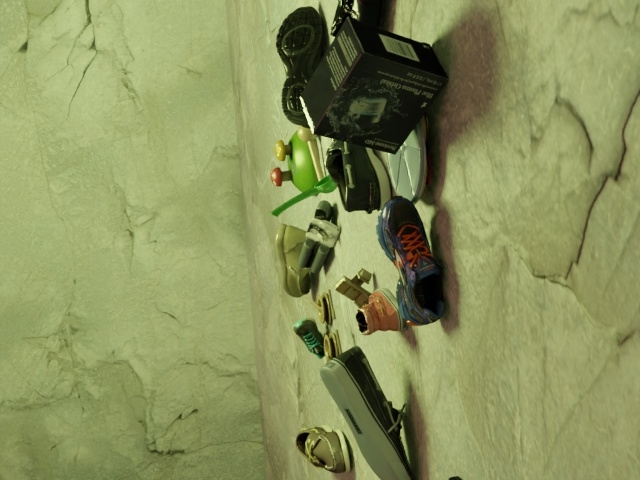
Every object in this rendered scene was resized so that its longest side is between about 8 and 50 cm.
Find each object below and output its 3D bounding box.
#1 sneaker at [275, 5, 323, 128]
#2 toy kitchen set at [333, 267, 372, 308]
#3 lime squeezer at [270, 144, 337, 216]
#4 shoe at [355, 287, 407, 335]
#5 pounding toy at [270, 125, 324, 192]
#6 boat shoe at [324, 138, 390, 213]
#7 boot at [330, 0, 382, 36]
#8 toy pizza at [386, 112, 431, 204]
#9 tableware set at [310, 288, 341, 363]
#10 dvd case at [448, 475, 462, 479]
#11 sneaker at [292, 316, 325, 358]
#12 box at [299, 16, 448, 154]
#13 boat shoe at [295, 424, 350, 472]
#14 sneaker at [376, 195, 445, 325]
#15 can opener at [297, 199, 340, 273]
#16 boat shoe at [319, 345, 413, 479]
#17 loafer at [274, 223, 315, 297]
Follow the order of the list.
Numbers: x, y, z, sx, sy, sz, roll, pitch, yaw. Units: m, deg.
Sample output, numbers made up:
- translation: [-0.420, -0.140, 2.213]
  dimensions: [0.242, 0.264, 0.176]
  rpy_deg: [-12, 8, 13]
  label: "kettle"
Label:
- translation: [-0.037, -0.391, 2.055]
  dimensions: [0.130, 0.109, 0.286]
  rpy_deg: [29, -116, -74]
  label: "sneaker"
- translation: [0.086, 0.107, 1.843]
  dimensions: [0.068, 0.083, 0.075]
  rpy_deg: [-48, 31, 15]
  label: "toy kitchen set"
- translation: [0.005, -0.177, 2.003]
  dimensions: [0.310, 0.110, 0.059]
  rpy_deg: [-64, 0, 7]
  label: "lime squeezer"
- translation: [0.103, 0.136, 1.729]
  dimensions: [0.178, 0.081, 0.063]
  rpy_deg: [-140, 45, -73]
  label: "shoe"
- translation: [-0.069, -0.202, 2.290]
  dimensions: [0.237, 0.110, 0.182]
  rpy_deg: [162, 101, -78]
  label: "pounding toy"
- translation: [0.054, -0.156, 1.769]
  dimensions: [0.302, 0.091, 0.114]
  rpy_deg: [-115, 22, -57]
  label: "boat shoe"
- translation: [0.051, -0.473, 1.595]
  dimensions: [0.207, 0.094, 0.246]
  rpy_deg: [103, 151, -49]
  label: "boot"
- translation: [0.147, -0.157, 1.473]
  dimensions: [0.201, 0.032, 0.201]
  rpy_deg: [174, 90, -79]
  label: "toy pizza"
- translation: [0.011, 0.230, 2.323]
  dimensions: [0.128, 0.039, 0.194]
  rpy_deg: [116, 145, -69]
  label: "tableware set"
- translation: [0.251, 0.497, 1.371]
  dimensions: [0.253, 0.022, 0.180]
  rpy_deg: [-139, 43, -73]
  label: "dvd case"
- translation: [-0.020, 0.262, 2.382]
  dimensions: [0.076, 0.065, 0.166]
  rpy_deg: [61, -174, 35]
  label: "sneaker"
- translation: [0.078, -0.228, 1.346]
  dimensions: [0.158, 0.156, 0.093]
  rpy_deg: [-55, 38, 36]
  label: "box"
- translation: [0.005, 0.558, 2.397]
  dimensions: [0.324, 0.097, 0.116]
  rpy_deg: [168, 95, -78]
  label: "boat shoe"
- translation: [0.157, 0.033, 1.442]
  dimensions: [0.087, 0.083, 0.221]
  rpy_deg: [2, 112, 68]
  label: "sneaker"
- translation: [0.000, 0.000, 2.220]
  dimensions: [0.280, 0.074, 0.093]
  rpy_deg: [111, -175, -62]
  label: "can opener"
- translation: [0.114, 0.348, 1.736]
  dimensions: [0.306, 0.105, 0.113]
  rpy_deg: [59, 156, -1]
  label: "boat shoe"
- translation: [-0.057, 0.064, 2.432]
  dimensions: [0.268, 0.092, 0.101]
  rpy_deg: [75, -154, -49]
  label: "loafer"
